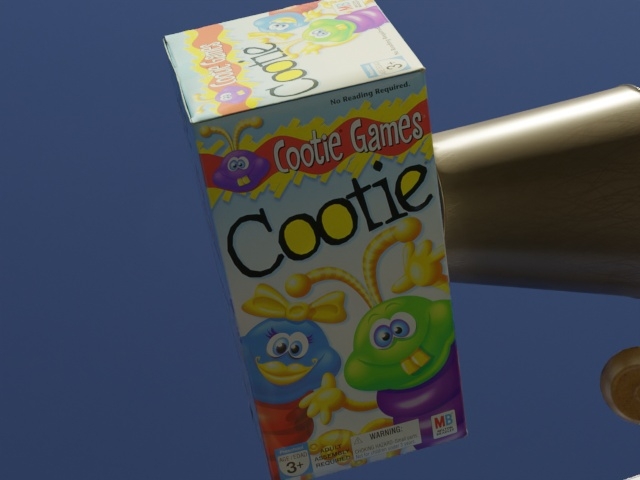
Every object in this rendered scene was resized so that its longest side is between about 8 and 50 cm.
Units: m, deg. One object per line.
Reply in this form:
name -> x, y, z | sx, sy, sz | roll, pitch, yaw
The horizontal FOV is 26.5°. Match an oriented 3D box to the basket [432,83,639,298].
basket -> 0.190, -0.035, 1.256 | 0.226, 0.154, 0.204 | -6, -86, -19

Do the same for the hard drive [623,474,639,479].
hard drive -> 0.321, 0.403, 1.375 | 0.210, 0.040, 0.319 | -16, -80, -9

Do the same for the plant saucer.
plant saucer -> 0.301, 0.139, 1.264 | 0.083, 0.015, 0.083 | 8, -66, 18

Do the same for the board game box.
board game box -> 0.000, 0.000, 0.900 | 0.142, 0.275, 0.144 | -14, -148, -6
